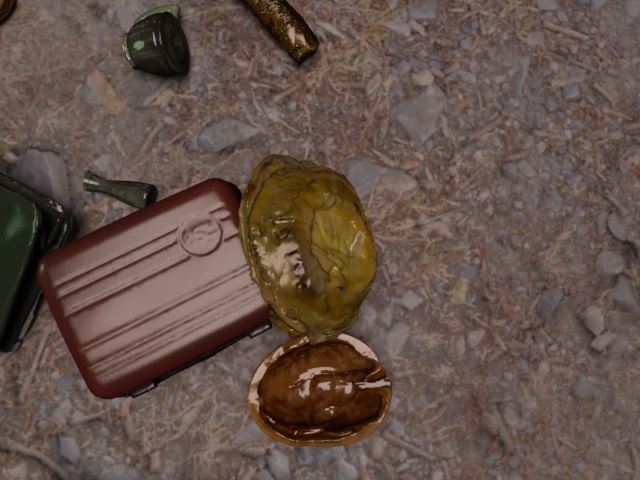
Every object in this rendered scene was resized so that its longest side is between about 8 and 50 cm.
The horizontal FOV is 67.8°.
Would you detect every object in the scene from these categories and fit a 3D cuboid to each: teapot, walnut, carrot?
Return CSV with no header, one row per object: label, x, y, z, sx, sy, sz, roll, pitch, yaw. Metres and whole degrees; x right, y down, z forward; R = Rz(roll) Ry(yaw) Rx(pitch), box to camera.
teapot,-0.318,-0.080,0.750,0.110,0.043,0.043,15,84,2
walnut,-0.002,0.214,0.716,0.211,0.087,0.167,-4,91,-2
teapot,-0.264,-0.315,0.764,0.090,0.124,0.092,-5,126,11
carrot,-0.087,-0.387,0.781,0.069,0.069,0.229,-40,90,-6

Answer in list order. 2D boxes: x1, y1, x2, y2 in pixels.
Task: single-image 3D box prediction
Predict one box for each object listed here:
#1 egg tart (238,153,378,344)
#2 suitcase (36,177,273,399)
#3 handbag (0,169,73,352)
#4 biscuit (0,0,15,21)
egg tart,0.000,0.000,0.657,0.094,0.278,0.279,-23,85,33
suitcase,-0.210,0.063,0.680,0.296,0.161,0.236,-26,87,-5
handbag,-0.524,0.016,0.689,0.247,0.079,0.260,27,96,1
biscuit,-0.648,-0.348,0.747,0.262,0.052,0.277,17,84,-2
